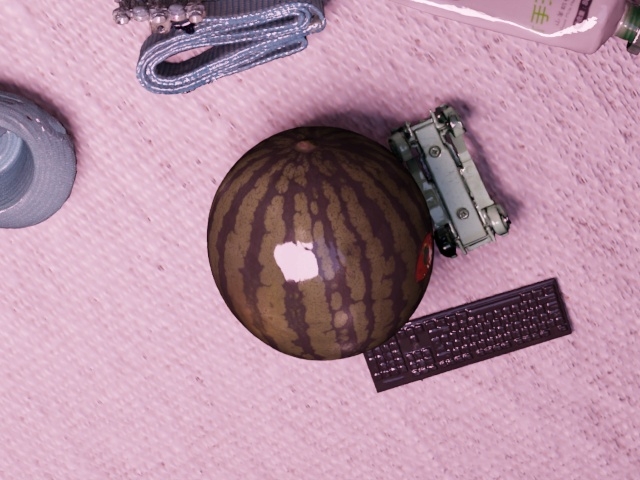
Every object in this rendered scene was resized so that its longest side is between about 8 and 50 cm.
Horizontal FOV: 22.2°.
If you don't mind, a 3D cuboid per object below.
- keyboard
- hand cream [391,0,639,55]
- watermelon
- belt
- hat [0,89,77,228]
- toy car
[{"bbox_3d":[0.142,0.094,1.601,0.202,0.011,0.067,-17,110,7],"label":"keyboard"},{"bbox_3d":[0.134,-0.244,1.441,0.336,0.076,0.121,20,109,-1],"label":"hand cream"},{"bbox_3d":[0.000,0.000,1.459,0.212,0.212,0.212,0,112,0],"label":"watermelon"},{"bbox_3d":[-0.087,-0.195,1.457,0.179,0.065,0.100,-17,120,5],"label":"belt"},{"bbox_3d":[-0.320,-0.085,1.495,0.191,0.078,0.138,17,121,-27],"label":"hat"},{"bbox_3d":[0.120,-0.055,1.517,0.073,0.054,0.143,-25,106,8],"label":"toy car"}]
